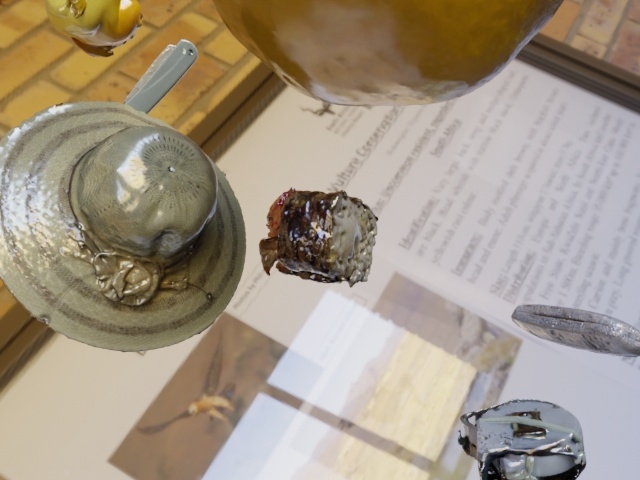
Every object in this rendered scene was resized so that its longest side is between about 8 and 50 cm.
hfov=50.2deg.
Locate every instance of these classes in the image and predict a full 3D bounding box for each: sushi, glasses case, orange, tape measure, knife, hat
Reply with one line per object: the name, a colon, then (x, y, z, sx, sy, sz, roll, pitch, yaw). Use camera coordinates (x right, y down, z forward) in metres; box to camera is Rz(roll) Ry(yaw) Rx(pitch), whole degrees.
sushi: (0.000, 0.000, 1.390, 0.343, 0.181, 0.196, 11, -104, -68)
glasses case: (0.475, 0.165, 1.277, 0.282, 0.109, 0.067, -1, 61, 63)
orange: (0.051, -0.226, 0.485, 0.279, 0.279, 0.235, -62, -34, -3)
tape measure: (0.164, 0.167, 0.555, 0.091, 0.094, 0.054, -104, 6, -76)
knife: (-0.237, -0.223, 0.975, 0.162, 0.044, 0.023, -50, 23, -6)
hat: (-0.148, -0.037, 0.588, 0.110, 0.252, 0.252, -31, 16, 48)

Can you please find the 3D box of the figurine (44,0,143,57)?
figurine: (-0.358, -0.373, 0.967, 0.246, 0.131, 0.156, 56, -158, -32)
